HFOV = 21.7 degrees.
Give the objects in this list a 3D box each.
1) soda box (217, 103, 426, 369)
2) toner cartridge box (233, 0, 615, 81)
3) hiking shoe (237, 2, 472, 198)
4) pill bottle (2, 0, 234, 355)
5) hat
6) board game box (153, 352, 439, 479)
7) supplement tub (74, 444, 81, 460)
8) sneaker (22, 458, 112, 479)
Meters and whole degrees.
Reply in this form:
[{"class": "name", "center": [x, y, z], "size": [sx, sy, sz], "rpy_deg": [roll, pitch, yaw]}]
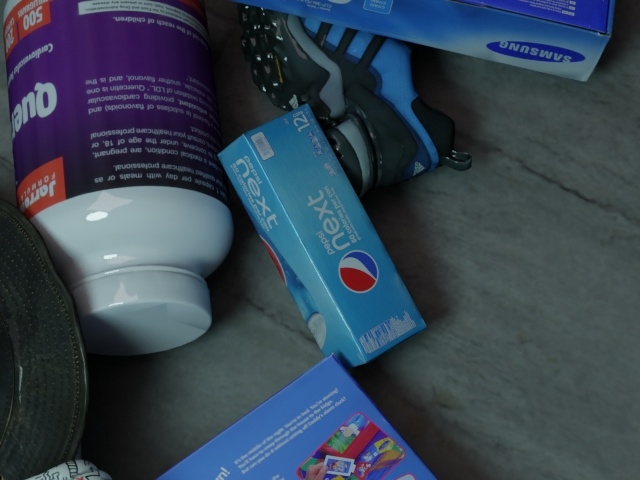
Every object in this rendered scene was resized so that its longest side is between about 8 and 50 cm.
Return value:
[{"class": "soda box", "center": [0.000, 0.000, 1.372], "size": [0.067, 0.071, 0.210], "rpy_deg": [-27, 90, -25]}, {"class": "toner cartridge box", "center": [0.079, -0.257, 1.433], "size": [0.347, 0.075, 0.165], "rpy_deg": [13, 61, -2]}, {"class": "hiking shoe", "center": [0.016, -0.163, 1.482], "size": [0.132, 0.113, 0.304], "rpy_deg": [-11, 61, -21]}, {"class": "pill bottle", "center": [-0.173, -0.073, 1.430], "size": [0.181, 0.181, 0.323], "rpy_deg": [-12, 67, 8]}, {"class": "hat", "center": [-0.342, 0.114, 1.346], "size": [0.331, 0.134, 0.331], "rpy_deg": [-6, 81, 41]}, {"class": "board game box", "center": [-0.057, 0.279, 1.283], "size": [0.347, 0.078, 0.233], "rpy_deg": [-34, 60, -12]}, {"class": "supplement tub", "center": [-0.233, 0.195, 1.383], "size": [0.071, 0.071, 0.107], "rpy_deg": [-2, 91, 12]}, {"class": "sneaker", "center": [-0.233, 0.277, 1.216], "size": [0.270, 0.090, 0.145], "rpy_deg": [-40, 60, -19]}]
